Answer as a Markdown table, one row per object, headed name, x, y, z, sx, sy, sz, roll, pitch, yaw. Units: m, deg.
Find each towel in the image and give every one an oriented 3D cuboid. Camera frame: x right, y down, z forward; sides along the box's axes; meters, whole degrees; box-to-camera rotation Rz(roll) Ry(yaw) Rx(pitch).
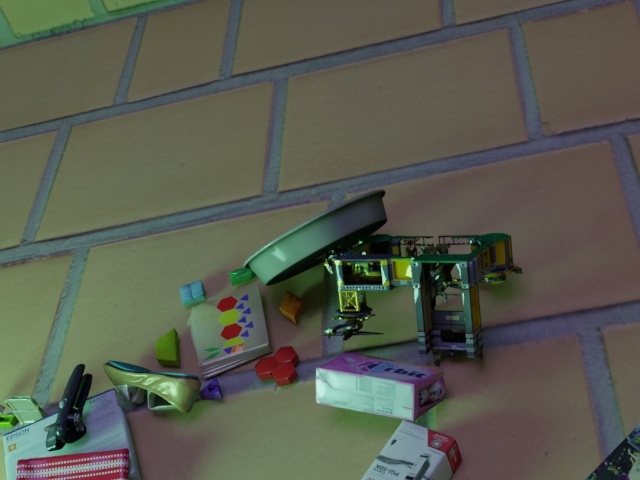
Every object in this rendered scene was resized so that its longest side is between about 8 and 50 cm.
| name | x | y | z | sx | sy | sz | roll | pitch | yaw |
| --- | --- | --- | --- | --- | --- | --- | --- | --- | --- |
| towel | -0.408 | 0.461 | 1.816 | 0.199 | 0.031 | 0.275 | -6 | 52 | 8 |

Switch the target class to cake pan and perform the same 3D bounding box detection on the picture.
| name | x | y | z | sx | sy | sz | roll | pitch | yaw |
| --- | --- | --- | --- | --- | --- | --- | --- | --- | --- |
| cake pan | 0.000 | 0.000 | 2.088 | 0.293 | 0.054 | 0.293 | -28 | -6 | -3 |

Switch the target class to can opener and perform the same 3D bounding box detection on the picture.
| name | x | y | z | sx | sy | sz | roll | pitch | yaw |
| --- | --- | --- | --- | --- | --- | --- | --- | --- | --- |
| can opener | -0.432 | 0.283 | 1.997 | 0.073 | 0.059 | 0.186 | -10 | 38 | 13 |

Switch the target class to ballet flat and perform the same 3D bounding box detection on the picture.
| name | x | y | z | sx | sy | sz | roll | pitch | yaw |
| --- | --- | --- | --- | --- | --- | --- | --- | --- | --- |
| ballet flat | -0.308 | 0.259 | 2.029 | 0.232 | 0.080 | 0.073 | 4 | 80 | 41 |

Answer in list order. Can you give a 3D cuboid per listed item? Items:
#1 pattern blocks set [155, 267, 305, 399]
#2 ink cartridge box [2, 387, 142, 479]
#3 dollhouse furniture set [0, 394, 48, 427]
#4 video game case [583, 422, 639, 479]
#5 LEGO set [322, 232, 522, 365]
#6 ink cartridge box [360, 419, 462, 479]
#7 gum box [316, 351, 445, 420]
| name | x | y | z | sx | sy | sz | roll | pitch | yaw |
| --- | --- | --- | --- | --- | --- | --- | --- | --- | --- |
| pattern blocks set | -0.166 | 0.168 | 2.112 | 0.285 | 0.026 | 0.325 | -13 | 39 | 9 |
| ink cartridge box | -0.427 | 0.377 | 1.965 | 0.223 | 0.045 | 0.224 | -23 | 37 | -3 |
| dollhouse furniture set | -0.561 | 0.296 | 2.097 | 0.151 | 0.076 | 0.058 | -5 | 42 | 20 |
| video game case | 0.522 | 0.334 | 1.598 | 0.210 | 0.042 | 0.232 | -39 | 42 | -22 |
| LEGO set | 0.175 | 0.103 | 1.965 | 0.331 | 0.192 | 0.255 | -2 | 13 | 18 |
| ink cartridge box | 0.136 | 0.350 | 1.738 | 0.099 | 0.056 | 0.135 | 14 | 49 | 35 |
| gum box | 0.099 | 0.233 | 1.851 | 0.188 | 0.062 | 0.107 | 6 | 13 | 30 |
